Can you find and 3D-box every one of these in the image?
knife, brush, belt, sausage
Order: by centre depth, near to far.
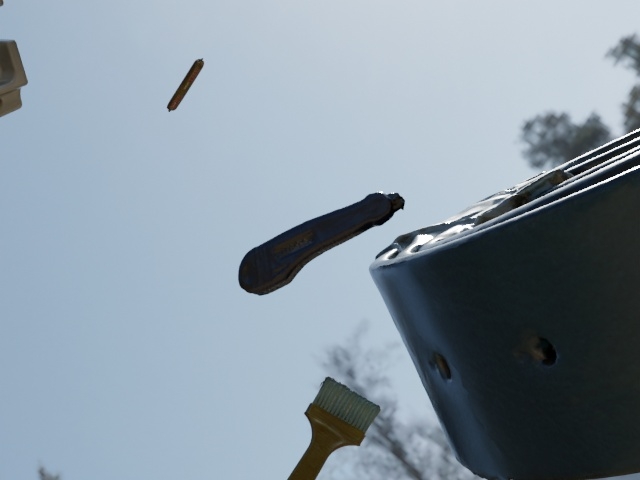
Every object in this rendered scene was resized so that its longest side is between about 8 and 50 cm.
[{"bbox_3d":[0.195,0.013,0.753,0.300,0.173,0.436,-23,-4,-15],"label":"belt"},{"bbox_3d":[0.000,0.000,0.832,0.121,0.031,0.018,-27,-16,10],"label":"knife"},{"bbox_3d":[-0.009,0.270,1.560,0.218,0.082,0.010,-57,-2,-28],"label":"brush"},{"bbox_3d":[-0.181,-0.208,1.715,0.015,0.015,0.100,-24,-22,-53],"label":"sausage"}]

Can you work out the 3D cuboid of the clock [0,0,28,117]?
[{"bbox_3d":[-0.533,-0.264,1.729,0.231,0.116,0.262,-33,-65,-45],"label":"clock"}]
